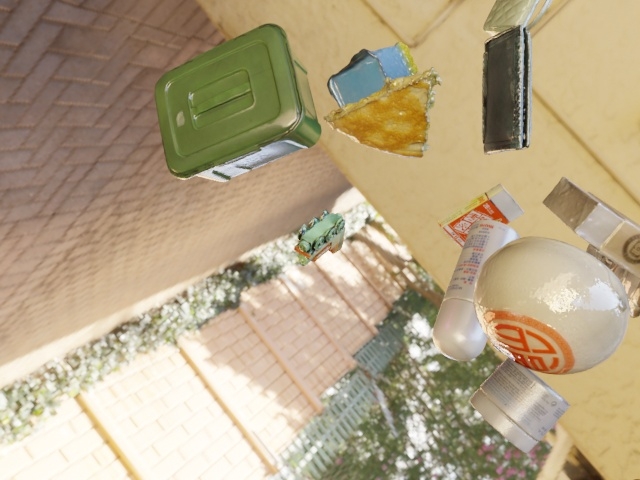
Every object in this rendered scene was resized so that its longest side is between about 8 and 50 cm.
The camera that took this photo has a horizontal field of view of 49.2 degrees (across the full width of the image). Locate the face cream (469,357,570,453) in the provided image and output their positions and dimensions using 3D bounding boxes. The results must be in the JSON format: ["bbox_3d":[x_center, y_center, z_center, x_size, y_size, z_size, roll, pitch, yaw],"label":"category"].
[{"bbox_3d":[0.459,0.374,1.612,0.153,0.177,0.177,-48,172,5],"label":"face cream"}]

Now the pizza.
[{"bbox_3d":[0.191,-0.304,1.609,0.287,0.280,0.075,-41,-145,48],"label":"pizza"}]

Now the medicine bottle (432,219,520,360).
[{"bbox_3d":[0.368,0.124,1.664,0.341,0.130,0.130,-64,-178,-23],"label":"medicine bottle"}]

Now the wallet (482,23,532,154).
[{"bbox_3d":[0.539,-0.426,2.020,0.075,0.342,0.237,-2,-177,-14],"label":"wallet"}]

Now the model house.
[{"bbox_3d":[0.218,-0.481,2.189,0.303,0.237,0.215,-28,-178,-39],"label":"model house"}]

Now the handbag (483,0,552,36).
[{"bbox_3d":[0.608,-0.714,2.069,0.256,0.079,0.219,-63,-154,-5],"label":"handbag"}]

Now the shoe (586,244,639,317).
[{"bbox_3d":[0.714,0.067,1.640,0.172,0.198,0.351,-46,159,-1],"label":"shoe"}]

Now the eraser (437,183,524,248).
[{"bbox_3d":[0.505,-0.072,2.197,0.230,0.038,0.157,-33,136,21],"label":"eraser"}]

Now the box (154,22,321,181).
[{"bbox_3d":[-0.169,-0.273,1.481,0.328,0.253,0.178,-18,166,19],"label":"box"}]

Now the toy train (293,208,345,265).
[{"bbox_3d":[0.000,0.000,1.754,0.176,0.074,0.118,-41,150,-43],"label":"toy train"}]

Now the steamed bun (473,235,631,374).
[{"bbox_3d":[0.404,0.138,1.272,0.177,0.283,0.283,-52,178,-25],"label":"steamed bun"}]

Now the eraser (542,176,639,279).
[{"bbox_3d":[0.579,0.008,1.304,0.078,0.343,0.144,-55,-157,17],"label":"eraser"}]

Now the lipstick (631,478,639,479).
[{"bbox_3d":[0.827,0.733,1.727,0.057,0.057,0.357,-44,-171,24],"label":"lipstick"}]
